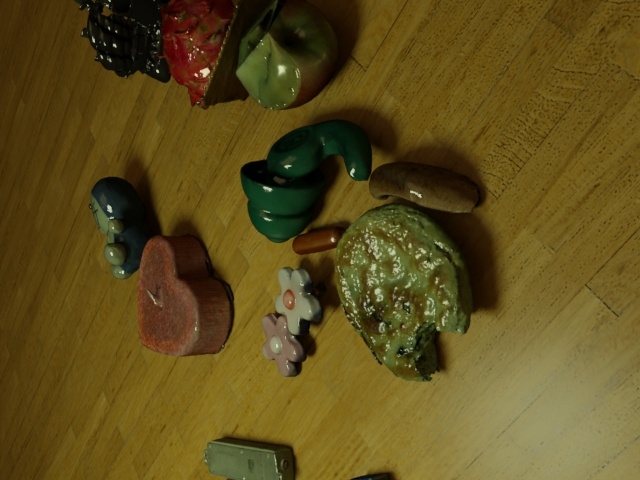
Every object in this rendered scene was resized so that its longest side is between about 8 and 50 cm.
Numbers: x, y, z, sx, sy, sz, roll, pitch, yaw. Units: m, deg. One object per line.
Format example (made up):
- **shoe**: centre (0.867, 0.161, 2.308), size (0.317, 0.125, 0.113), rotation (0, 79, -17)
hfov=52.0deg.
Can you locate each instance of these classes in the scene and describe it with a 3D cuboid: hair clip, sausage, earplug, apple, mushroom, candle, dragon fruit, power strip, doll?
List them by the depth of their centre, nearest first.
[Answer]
- **mushroom**: centre (0.156, -0.092, 1.081), size (0.209, 0.094, 0.072), rotation (16, 103, 49)
- **earplug**: centre (-0.030, -0.109, 1.250), size (0.257, 0.164, 0.280), rotation (22, 119, 12)
- **apple**: centre (-0.062, -0.354, 1.254), size (0.188, 0.173, 0.207), rotation (136, 119, -67)
- **sausage**: centre (0.000, 0.000, 1.268), size (0.131, 0.041, 0.039), rotation (-14, 57, 44)
- **hair clip**: centre (-0.057, 0.159, 1.306), size (0.146, 0.075, 0.257), rotation (44, 124, 32)
- **power strip**: centre (-0.155, 0.474, 1.404), size (0.272, 0.052, 0.078), rotation (-11, 81, 46)
- **dragon fruit**: centre (-0.243, -0.409, 1.428), size (0.205, 0.210, 0.268), rotation (42, 140, 31)
- **candle**: centre (-0.357, 0.152, 1.569), size (0.287, 0.131, 0.317), rotation (-52, 54, 34)
- **doll**: centre (-0.524, -0.045, 1.715), size (0.259, 0.154, 0.228), rotation (59, 165, 15)

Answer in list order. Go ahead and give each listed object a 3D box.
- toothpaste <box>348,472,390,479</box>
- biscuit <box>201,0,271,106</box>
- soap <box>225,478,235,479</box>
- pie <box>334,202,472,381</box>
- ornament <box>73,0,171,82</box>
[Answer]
- **toothpaste**: centre (0.111, 0.546, 1.129), size (0.066, 0.053, 0.272), rotation (-24, 72, 43)
- **biscuit**: centre (-0.149, -0.383, 1.321), size (0.013, 0.232, 0.237), rotation (31, 113, 9)
- **soap**: centre (-0.168, 0.581, 1.411), size (0.149, 0.056, 0.100), rotation (0, 91, 46)
- **pie**: centre (0.129, 0.081, 1.099), size (0.302, 0.066, 0.303), rotation (16, 111, 49)
- **ornament**: centre (-0.490, -0.534, 1.635), size (0.106, 0.260, 0.251), rotation (31, 112, 48)
